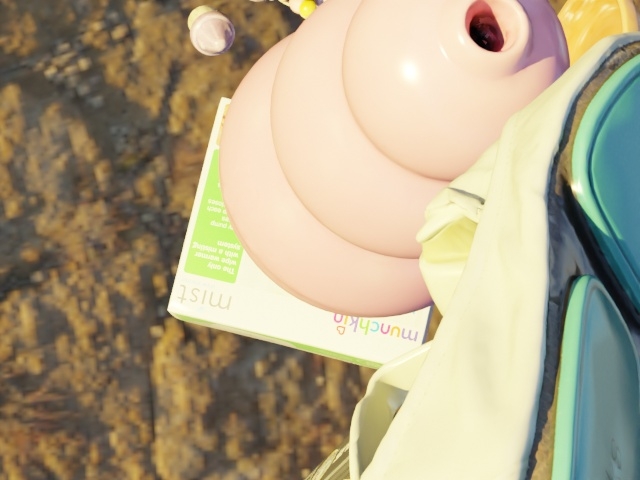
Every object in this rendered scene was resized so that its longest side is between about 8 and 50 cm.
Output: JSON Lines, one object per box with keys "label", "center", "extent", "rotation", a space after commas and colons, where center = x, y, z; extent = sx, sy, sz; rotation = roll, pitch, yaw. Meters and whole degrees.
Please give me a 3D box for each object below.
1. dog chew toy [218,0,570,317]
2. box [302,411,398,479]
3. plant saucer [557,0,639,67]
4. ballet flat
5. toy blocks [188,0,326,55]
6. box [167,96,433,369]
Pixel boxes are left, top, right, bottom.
{"label": "dog chew toy", "center": [0.053, -0.072, 1.006], "extent": [0.206, 0.332, 0.207], "rotation": [4, 73, -13]}
{"label": "box", "center": [0.067, 0.275, 1.356], "extent": [0.216, 0.270, 0.060], "rotation": [36, 48, -3]}
{"label": "plant saucer", "center": [0.230, -0.124, 1.378], "extent": [0.037, 0.200, 0.200], "rotation": [11, 72, -15]}
{"label": "ballet flat", "center": [0.088, 0.032, 0.710], "extent": [0.139, 0.139, 0.400], "rotation": [57, 34, -24]}
{"label": "toy blocks", "center": [0.013, -0.280, 1.846], "extent": [0.288, 0.260, 0.309], "rotation": [8, 113, -21]}
{"label": "box", "center": [0.000, 0.000, 1.668], "extent": [0.127, 0.262, 0.231], "rotation": [65, 39, -81]}
